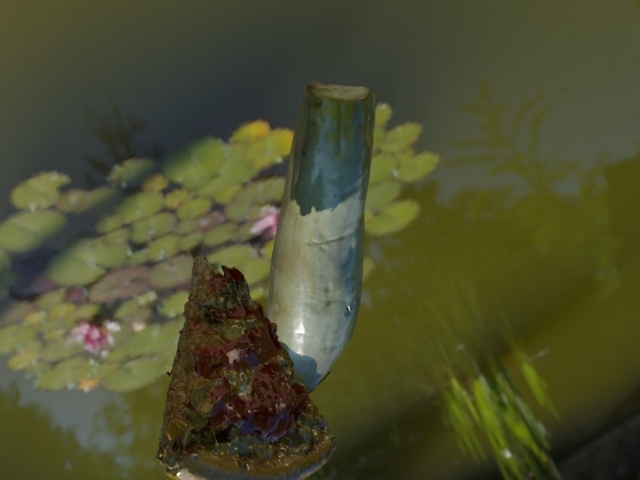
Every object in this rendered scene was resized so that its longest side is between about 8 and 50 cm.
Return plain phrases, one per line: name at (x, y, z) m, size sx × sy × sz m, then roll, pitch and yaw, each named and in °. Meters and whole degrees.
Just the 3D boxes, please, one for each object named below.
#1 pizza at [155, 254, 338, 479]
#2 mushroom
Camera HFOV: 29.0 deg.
pizza at (-0.061, 0.099, 0.975) m, size 0.062 × 0.199 × 0.188 m, roll -24°, pitch 165°, yaw 34°
mushroom at (0.000, -0.002, 1.070) m, size 0.087 × 0.107 × 0.333 m, roll 7°, pitch 128°, yaw -1°
